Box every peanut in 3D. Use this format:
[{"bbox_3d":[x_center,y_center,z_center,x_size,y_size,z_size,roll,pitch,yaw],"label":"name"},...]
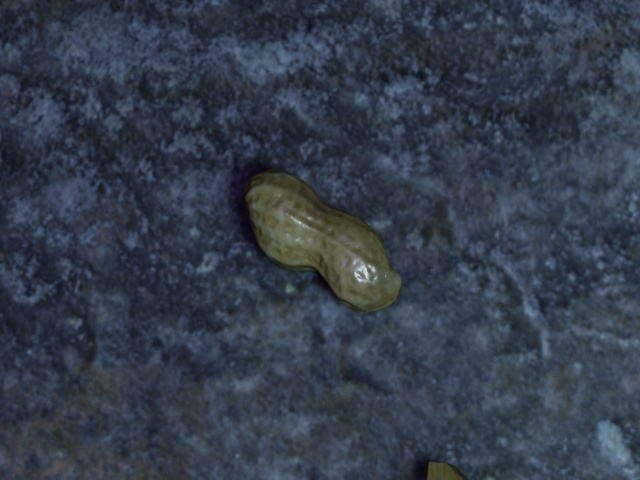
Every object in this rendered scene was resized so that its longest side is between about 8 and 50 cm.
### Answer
[{"bbox_3d":[-0.001,0.002,1.764,0.193,0.089,0.089,35,84,14],"label":"peanut"}]

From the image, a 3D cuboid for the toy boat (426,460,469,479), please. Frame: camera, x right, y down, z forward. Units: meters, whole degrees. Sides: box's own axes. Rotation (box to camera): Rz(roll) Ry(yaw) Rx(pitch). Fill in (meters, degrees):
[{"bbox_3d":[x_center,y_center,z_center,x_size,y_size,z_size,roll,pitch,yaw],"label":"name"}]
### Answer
[{"bbox_3d":[0.114,0.318,1.688,0.072,0.064,0.206,-1,77,22],"label":"toy boat"}]
